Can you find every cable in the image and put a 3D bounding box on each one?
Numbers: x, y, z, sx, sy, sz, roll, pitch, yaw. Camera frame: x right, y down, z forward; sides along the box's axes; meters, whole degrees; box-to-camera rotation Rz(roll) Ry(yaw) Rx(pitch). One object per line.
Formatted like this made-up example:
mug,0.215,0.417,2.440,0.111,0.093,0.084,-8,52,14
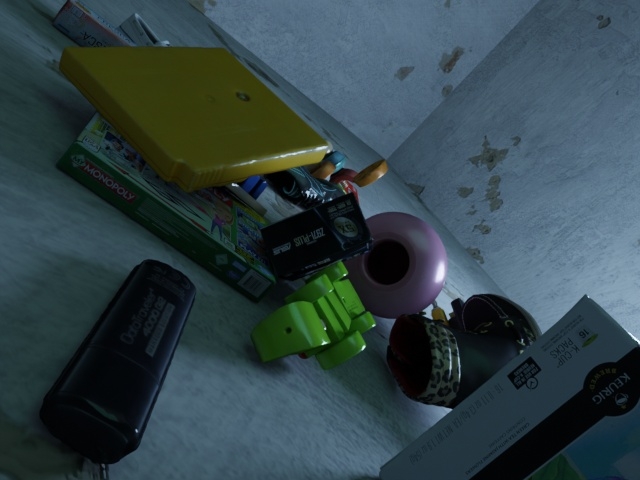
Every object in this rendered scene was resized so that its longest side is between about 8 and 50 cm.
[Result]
cable,0.316,0.267,1.425,0.139,0.072,0.287,55,19,-34

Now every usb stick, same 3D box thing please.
usb stick,-0.168,0.091,0.565,0.077,0.045,0.278,33,16,-12

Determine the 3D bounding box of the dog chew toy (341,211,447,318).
dog chew toy,0.160,0.056,1.276,0.206,0.206,0.332,48,7,14

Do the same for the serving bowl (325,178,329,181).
serving bowl,0.009,-0.168,1.814,0.083,0.027,0.083,40,15,-13

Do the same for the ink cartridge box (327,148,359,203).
ink cartridge box,0.056,-0.232,2.066,0.239,0.060,0.275,40,15,-11

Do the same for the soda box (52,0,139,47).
soda box,-0.418,-0.386,1.203,0.183,0.058,0.063,36,16,-30

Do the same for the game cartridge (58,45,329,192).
game cartridge,-0.180,-0.199,0.956,0.285,0.052,0.324,45,36,18

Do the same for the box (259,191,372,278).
box,0.000,0.000,0.962,0.180,0.148,0.077,57,12,-83

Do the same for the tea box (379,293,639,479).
tea box,0.299,0.302,0.665,0.220,0.329,0.323,31,18,-42

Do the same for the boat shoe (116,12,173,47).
boat shoe,-0.365,-0.418,1.402,0.226,0.076,0.083,43,15,-2

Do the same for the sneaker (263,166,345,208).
sneaker,-0.036,-0.110,1.448,0.267,0.101,0.106,39,37,-20

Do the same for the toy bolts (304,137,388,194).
toy bolts,0.048,-0.209,1.672,0.158,0.218,0.228,56,9,-13

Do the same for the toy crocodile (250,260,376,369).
toy crocodile,0.002,0.109,0.886,0.115,0.105,0.340,60,12,2

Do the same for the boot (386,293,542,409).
boot,0.261,0.192,1.127,0.284,0.138,0.377,18,28,-18

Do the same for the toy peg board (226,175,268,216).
toy peg board,-0.159,-0.136,1.031,0.161,0.079,0.161,35,-3,29

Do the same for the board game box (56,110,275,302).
board game box,-0.204,-0.061,0.897,0.317,0.046,0.213,38,16,-23

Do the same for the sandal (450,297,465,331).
sandal,0.452,0.304,1.401,0.445,0.107,0.167,56,16,9
